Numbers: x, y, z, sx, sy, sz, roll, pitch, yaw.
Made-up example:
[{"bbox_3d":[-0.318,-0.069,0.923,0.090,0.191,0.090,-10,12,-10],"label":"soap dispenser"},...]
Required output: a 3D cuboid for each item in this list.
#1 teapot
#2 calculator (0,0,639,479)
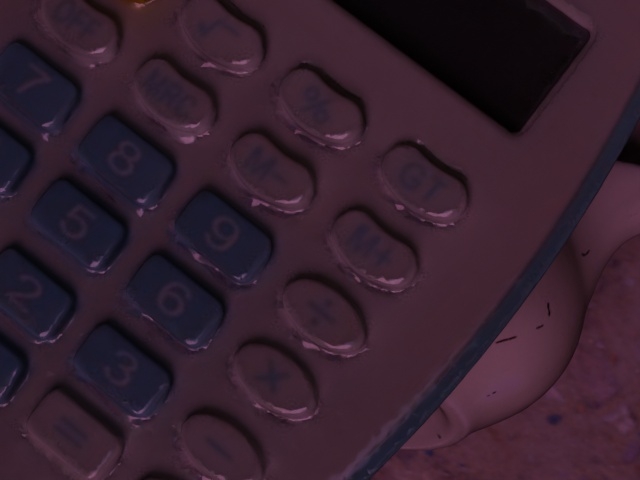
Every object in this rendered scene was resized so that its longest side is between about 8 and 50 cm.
[{"bbox_3d":[0.000,0.000,0.852,0.299,0.166,0.208,22,172,14],"label":"teapot"},{"bbox_3d":[-0.031,-0.040,0.729,0.256,0.054,0.386,38,89,12],"label":"calculator"}]
